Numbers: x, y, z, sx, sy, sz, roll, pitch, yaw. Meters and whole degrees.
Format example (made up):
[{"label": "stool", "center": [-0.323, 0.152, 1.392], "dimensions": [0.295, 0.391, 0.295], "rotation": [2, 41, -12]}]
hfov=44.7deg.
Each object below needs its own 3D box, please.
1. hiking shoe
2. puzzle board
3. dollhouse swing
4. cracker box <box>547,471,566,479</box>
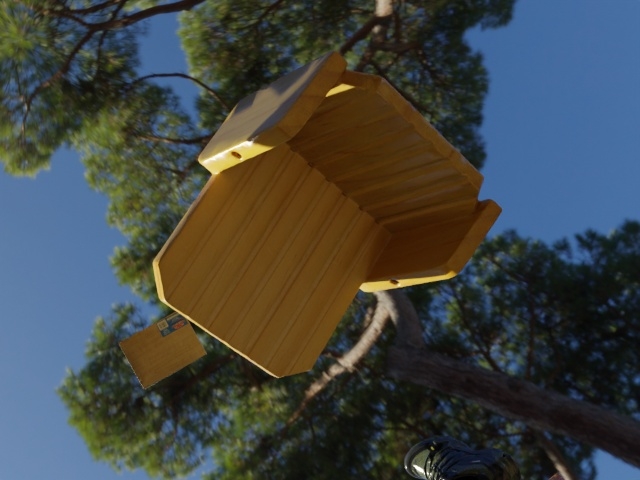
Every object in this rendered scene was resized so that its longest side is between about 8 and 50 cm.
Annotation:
[{"label": "hiking shoe", "center": [0.222, 0.400, 1.336], "dimensions": [0.114, 0.227, 0.086], "rotation": [-27, -77, -44]}, {"label": "puzzle board", "center": [-0.286, 0.197, 1.415], "dimensions": [0.128, 0.011, 0.096], "rotation": [-29, -91, -10]}, {"label": "dollhouse swing", "center": [0.000, 0.000, 1.070], "dimensions": [0.347, 0.315, 0.305], "rotation": [40, -121, -26]}, {"label": "cracker box", "center": [0.626, 0.671, 1.814], "dimensions": [0.067, 0.156, 0.232], "rotation": [-40, -82, 2]}]
